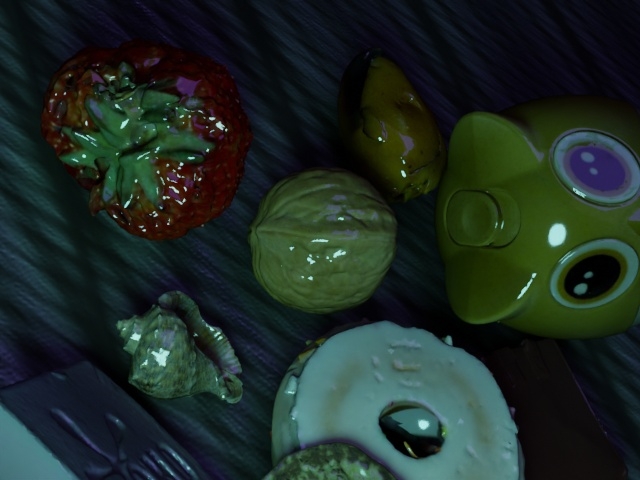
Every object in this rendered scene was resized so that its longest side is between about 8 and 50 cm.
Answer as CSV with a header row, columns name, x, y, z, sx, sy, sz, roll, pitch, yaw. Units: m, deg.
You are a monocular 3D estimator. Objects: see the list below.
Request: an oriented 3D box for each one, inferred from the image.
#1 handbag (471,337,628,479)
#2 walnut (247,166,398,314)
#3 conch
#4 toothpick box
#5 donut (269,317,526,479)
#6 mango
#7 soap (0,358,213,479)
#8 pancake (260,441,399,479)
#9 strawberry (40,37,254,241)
name,x,y,z,sx,sy,sz,roll,pitch,yaw
handbag,0.333,0.296,1.544,0.260,0.084,0.276,-12,65,-37
walnut,0.000,0.000,1.461,0.228,0.228,0.228,17,51,-22
conch,-0.178,0.144,1.295,0.207,0.130,0.155,29,60,-25
toothpick box,0.402,-0.037,1.599,0.425,0.409,0.409,-1,59,-35
donut,0.101,0.287,1.345,0.382,0.142,0.383,13,54,-18
mango,0.124,-0.192,1.713,0.201,0.153,0.287,7,55,-22
soap,-0.243,0.272,1.074,0.285,0.107,0.296,43,4,3
pancake,0.020,0.349,1.157,0.211,0.029,0.235,16,53,-9
strawberry,-0.226,-0.164,1.420,0.312,0.267,0.351,42,21,8
